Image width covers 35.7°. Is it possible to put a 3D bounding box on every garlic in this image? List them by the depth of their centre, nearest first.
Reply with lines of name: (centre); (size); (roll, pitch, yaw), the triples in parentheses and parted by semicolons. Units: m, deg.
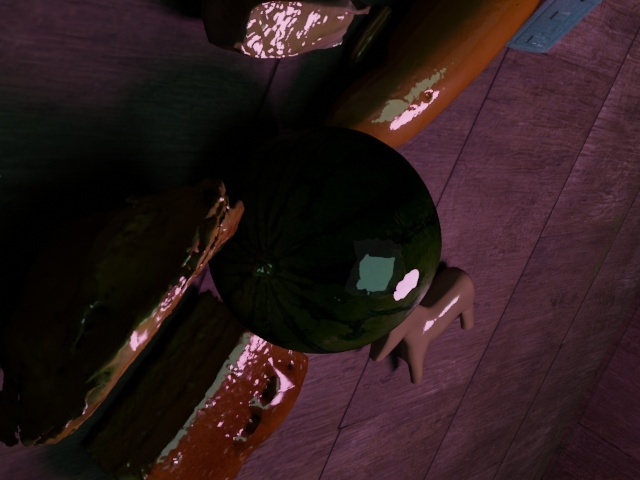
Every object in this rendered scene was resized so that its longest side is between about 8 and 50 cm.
garlic: (-0.044, -0.210, 0.899); (0.195, 0.101, 0.087); (-18, 136, -55)

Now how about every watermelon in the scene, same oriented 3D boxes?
watermelon: (0.002, -0.001, 1.025); (0.242, 0.242, 0.242); (-38, 145, -33)

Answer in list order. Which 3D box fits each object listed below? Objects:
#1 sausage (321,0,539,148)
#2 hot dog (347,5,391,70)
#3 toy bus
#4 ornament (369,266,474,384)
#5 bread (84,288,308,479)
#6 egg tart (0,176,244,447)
sausage: (0.125, -0.211, 1.150); (0.354, 0.116, 0.134); (-49, -178, -12)
hot dog: (0.053, -0.229, 1.117); (0.083, 0.021, 0.037); (-56, 172, -11)
toy bus: (0.305, -0.327, 1.217); (0.262, 0.091, 0.109); (132, -38, -70)
ornament: (0.162, 0.134, 1.592); (0.230, 0.061, 0.245); (-44, 150, -20)
bread: (-0.130, 0.193, 1.143); (0.234, 0.110, 0.184); (-54, 150, -7)
egg tart: (-0.189, 0.047, 0.852); (0.297, 0.132, 0.297); (-47, -167, 15)
